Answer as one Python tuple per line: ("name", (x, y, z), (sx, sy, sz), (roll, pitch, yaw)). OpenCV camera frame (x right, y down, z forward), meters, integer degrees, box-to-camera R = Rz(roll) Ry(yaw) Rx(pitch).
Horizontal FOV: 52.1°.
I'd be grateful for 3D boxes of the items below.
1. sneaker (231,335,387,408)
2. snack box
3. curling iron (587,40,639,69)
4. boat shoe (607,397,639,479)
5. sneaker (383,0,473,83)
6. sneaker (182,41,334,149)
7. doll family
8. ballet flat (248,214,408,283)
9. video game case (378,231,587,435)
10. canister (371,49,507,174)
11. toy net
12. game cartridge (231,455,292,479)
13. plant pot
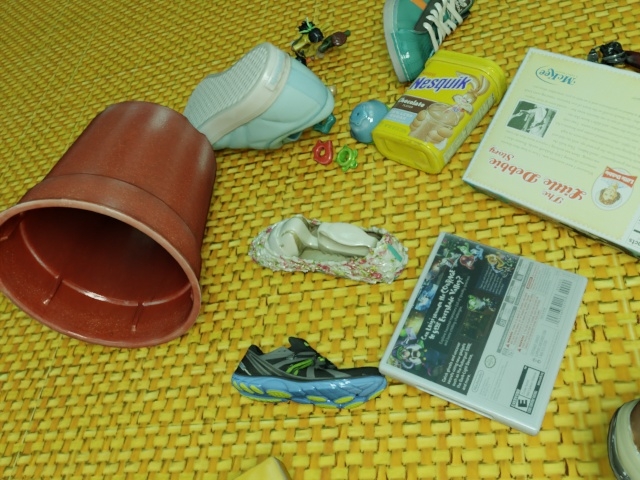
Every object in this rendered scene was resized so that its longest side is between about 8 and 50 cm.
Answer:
("sneaker", (-0.015, 0.148, 0.752), (0.188, 0.067, 0.078), (-1, 56, 26))
("snack box", (0.341, -0.091, 0.744), (0.322, 0.060, 0.187), (31, 96, 38))
("curling iron", (0.422, -0.204, 0.813), (0.068, 0.035, 0.274), (-19, 30, -3))
("boat shoe", (0.363, 0.203, 0.437), (0.324, 0.120, 0.122), (33, 43, 16))
("sneaker", (0.181, -0.376, 1.060), (0.121, 0.108, 0.302), (-5, 50, 26))
("sneaker", (-0.112, -0.183, 1.019), (0.366, 0.150, 0.135), (0, 67, 59))
("doll family", (-0.038, -0.316, 1.103), (0.193, 0.076, 0.111), (-42, 17, -8))
("ballet flat", (0.000, 0.000, 0.859), (0.241, 0.077, 0.091), (5, 56, 28))
("video game case", (0.180, 0.093, 0.717), (0.173, 0.022, 0.190), (19, 63, 20))
("canister", (0.168, -0.184, 0.936), (0.126, 0.073, 0.170), (26, 69, 38))
("toy net", (0.004, -0.187, 1.037), (0.232, 0.045, 0.122), (29, 98, 41))
("game cartridge", (-0.089, 0.403, 0.567), (0.285, 0.053, 0.324), (-30, 56, -5))
("plant pot", (-0.269, -0.039, 0.903), (0.272, 0.272, 0.265), (-10, 42, 17))
